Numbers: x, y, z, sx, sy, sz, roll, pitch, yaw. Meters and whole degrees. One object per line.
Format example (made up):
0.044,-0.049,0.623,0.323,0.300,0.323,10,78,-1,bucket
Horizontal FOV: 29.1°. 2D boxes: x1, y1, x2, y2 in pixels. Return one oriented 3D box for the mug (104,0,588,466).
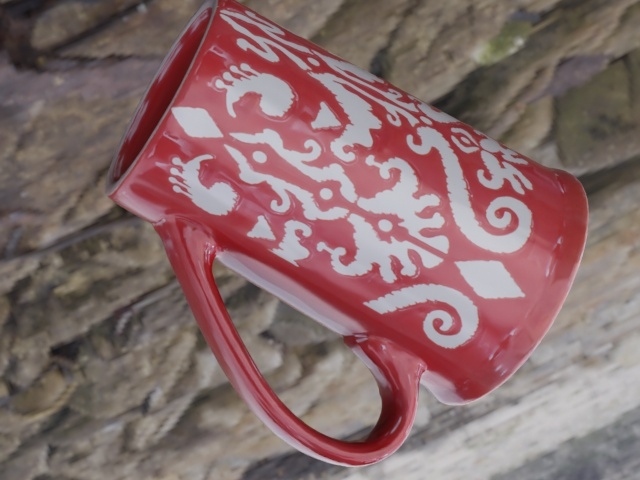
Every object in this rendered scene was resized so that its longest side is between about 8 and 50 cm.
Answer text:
0.006,-0.007,0.492,0.113,0.169,0.150,-46,-158,40,mug
